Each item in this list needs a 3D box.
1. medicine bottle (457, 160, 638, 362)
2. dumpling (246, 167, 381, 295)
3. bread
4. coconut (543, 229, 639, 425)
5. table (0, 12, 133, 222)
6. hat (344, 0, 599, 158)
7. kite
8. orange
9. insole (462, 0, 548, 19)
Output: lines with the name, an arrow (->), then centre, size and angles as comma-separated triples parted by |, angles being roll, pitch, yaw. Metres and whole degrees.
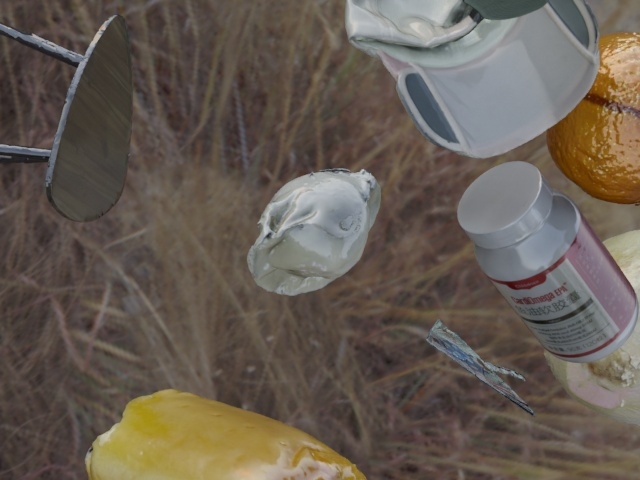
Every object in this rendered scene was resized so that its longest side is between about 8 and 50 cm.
medicine bottle -> 0.266, 0.029, 1.272 | 0.250, 0.131, 0.131 | 47, 47, -34
dumpling -> 0.000, 0.000, 1.512 | 0.247, 0.172, 0.142 | -25, 47, -35
bread -> -0.091, 0.400, 1.472 | 0.250, 0.394, 0.361 | -28, 121, -48
coconut -> 0.485, 0.145, 1.687 | 0.297, 0.297, 0.254 | 49, 63, -9
table -> -0.437, -0.201, 1.621 | 0.249, 0.317, 0.317 | 11, 57, 7
hat -> 0.156, -0.211, 1.064 | 0.226, 0.219, 0.164 | 51, 15, -26
kite -> 0.305, 0.237, 2.103 | 0.314, 0.011, 0.335 | 24, 16, -40
orange -> 0.324, -0.133, 1.178 | 0.161, 0.193, 0.193 | 15, 56, 6
insole -> 0.150, -0.192, 0.878 | 0.153, 0.053, 0.002 | -8, 78, -67
